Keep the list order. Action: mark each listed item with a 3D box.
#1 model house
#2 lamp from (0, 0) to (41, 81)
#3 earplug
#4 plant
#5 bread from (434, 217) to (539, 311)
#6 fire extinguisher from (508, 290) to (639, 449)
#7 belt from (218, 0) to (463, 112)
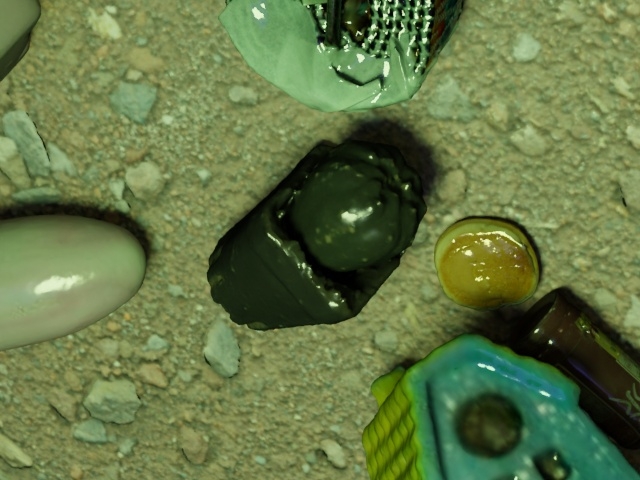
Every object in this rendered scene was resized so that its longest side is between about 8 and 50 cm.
[{"bbox_3d":[0.161,0.238,1.757,0.303,0.215,0.237,51,159,11],"label":"model house"},{"bbox_3d":[-0.444,-0.235,1.713,0.301,0.247,0.247,41,76,-5],"label":"lamp"},{"bbox_3d":[-0.324,0.048,1.879,0.301,0.172,0.172,-10,114,14],"label":"earplug"},{"bbox_3d":[0.000,0.000,1.753,0.142,0.164,0.256,48,134,-7],"label":"plant"},{"bbox_3d":[0.166,0.025,1.791,0.110,0.024,0.110,6,118,12],"label":"bread"},{"bbox_3d":[0.291,0.171,1.793,0.252,0.075,0.106,42,91,-9],"label":"fire extinguisher"},{"bbox_3d":[0.023,-0.241,1.621,0.207,0.150,0.257,14,119,19],"label":"belt"}]
